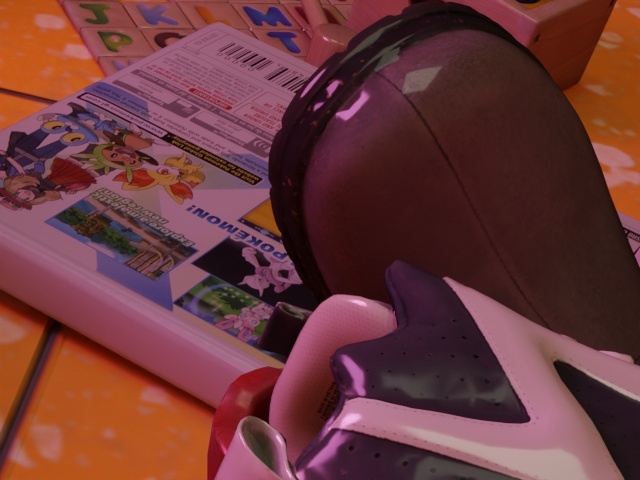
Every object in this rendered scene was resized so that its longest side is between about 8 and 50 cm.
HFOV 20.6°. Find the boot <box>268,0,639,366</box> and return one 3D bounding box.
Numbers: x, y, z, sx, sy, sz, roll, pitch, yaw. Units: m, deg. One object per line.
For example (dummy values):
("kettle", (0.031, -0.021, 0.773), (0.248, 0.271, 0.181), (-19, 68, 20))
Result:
("boot", (0.125, 0.075, 0.605), (0.118, 0.338, 0.222), (-43, 46, -5))

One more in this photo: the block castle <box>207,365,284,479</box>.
("block castle", (0.022, 0.217, 0.406), (0.303, 0.213, 0.453), (-12, 40, -37))

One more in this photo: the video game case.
("video game case", (0.000, 0.000, 0.926), (0.329, 0.036, 0.300), (27, 33, 18))

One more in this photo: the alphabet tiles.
("alphabet tiles", (-0.055, -0.149, 1.184), (0.237, 0.009, 0.198), (-3, 34, -26))

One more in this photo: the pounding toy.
("pounding toy", (0.068, -0.162, 1.153), (0.181, 0.094, 0.206), (35, 35, 20))

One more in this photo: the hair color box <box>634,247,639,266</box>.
("hair color box", (0.190, 0.080, 0.790), (0.053, 0.093, 0.167), (1, 42, -34))

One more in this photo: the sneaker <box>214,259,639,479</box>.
("sneaker", (0.064, 0.053, 0.450), (0.153, 0.094, 0.235), (35, 33, 22))
